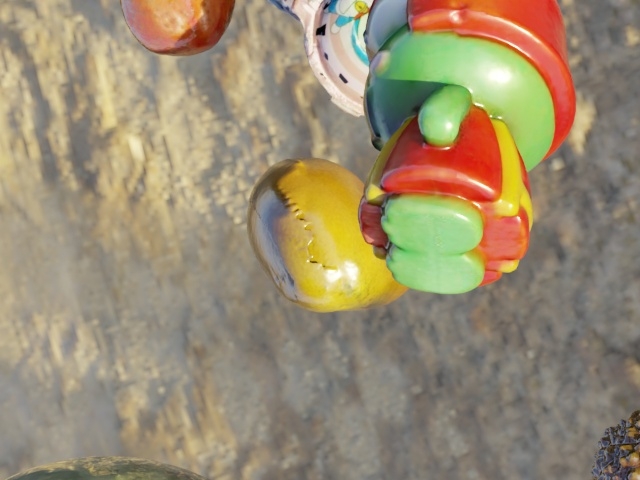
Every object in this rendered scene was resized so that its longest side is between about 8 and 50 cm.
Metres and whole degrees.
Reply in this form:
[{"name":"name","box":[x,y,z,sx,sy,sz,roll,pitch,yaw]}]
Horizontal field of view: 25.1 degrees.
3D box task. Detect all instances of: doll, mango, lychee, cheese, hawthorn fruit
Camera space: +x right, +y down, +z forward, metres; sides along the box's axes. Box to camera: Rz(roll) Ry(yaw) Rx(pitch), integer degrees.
[{"name":"doll","box":[0.112,-0.130,1.105,0.182,0.160,0.363,72,-163,-49]},{"name":"mango","box":[0.000,0.000,1.403,0.166,0.136,0.236,44,-175,-19]},{"name":"lychee","box":[0.405,0.286,1.616,0.200,0.238,0.200,-20,61,41]},{"name":"cheese","box":[0.043,-0.231,1.475,0.286,0.189,0.074,39,164,4]},{"name":"hawthorn fruit","box":[-0.134,-0.233,1.346,0.128,0.128,0.128,29,127,46]}]

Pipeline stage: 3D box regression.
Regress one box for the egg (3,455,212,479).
[{"name":"egg","box":[-0.178,0.351,1.199,0.428,0.345,0.344,3,107,55]}]
